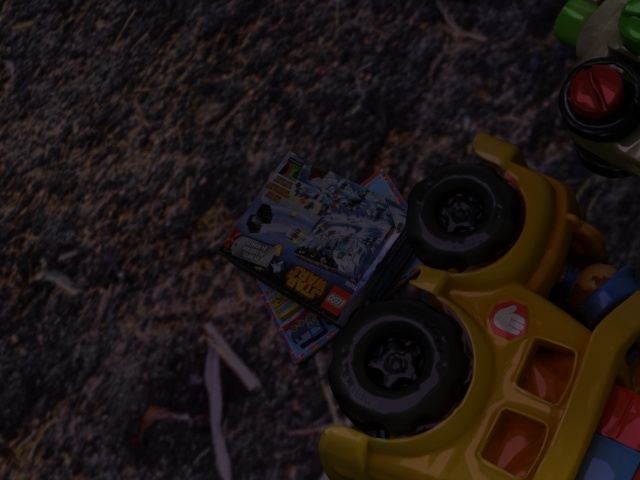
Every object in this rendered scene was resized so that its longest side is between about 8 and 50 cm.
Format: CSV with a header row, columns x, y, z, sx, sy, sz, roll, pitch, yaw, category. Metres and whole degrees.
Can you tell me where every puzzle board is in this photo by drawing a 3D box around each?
x,y,z,sx,sy,sz,roll,pitch,yaw,category
0.013,0.016,0.930,0.128,0.011,0.096,-38,49,9,puzzle board

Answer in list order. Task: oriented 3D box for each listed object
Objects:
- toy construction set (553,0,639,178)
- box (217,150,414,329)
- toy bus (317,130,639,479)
x,y,z,sx,sy,sz,roll,pitch,yaw,category
0.262,-0.104,0.738,0.327,0.151,0.215,31,84,41,toy construction set
0.000,0.000,0.922,0.137,0.027,0.094,29,80,42,box
0.133,0.073,0.740,0.211,0.149,0.220,18,72,26,toy bus
